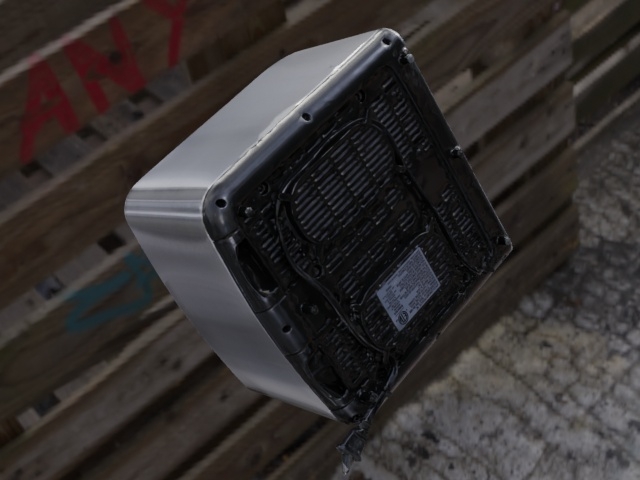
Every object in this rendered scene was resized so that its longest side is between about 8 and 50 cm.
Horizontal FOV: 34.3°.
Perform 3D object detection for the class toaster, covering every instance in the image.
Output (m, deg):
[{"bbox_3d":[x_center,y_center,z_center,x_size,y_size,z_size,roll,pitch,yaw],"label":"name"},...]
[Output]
[{"bbox_3d":[0.000,0.000,0.594,0.186,0.168,0.110,-46,27,-26],"label":"toaster"}]
